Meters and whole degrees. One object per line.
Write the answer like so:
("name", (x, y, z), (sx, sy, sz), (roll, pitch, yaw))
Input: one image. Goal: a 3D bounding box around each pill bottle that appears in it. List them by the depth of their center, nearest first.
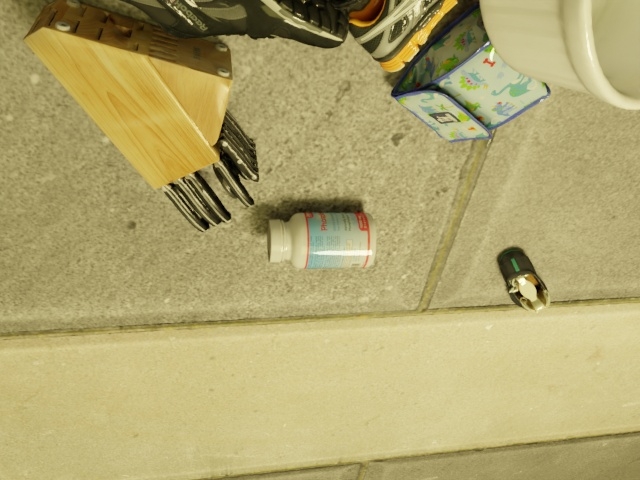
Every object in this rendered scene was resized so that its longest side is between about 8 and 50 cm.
("pill bottle", (0.000, 0.000, 0.790), (0.160, 0.087, 0.087), (0, 133, -12))

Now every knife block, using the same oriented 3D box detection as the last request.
("knife block", (-0.201, -0.127, 0.627), (0.275, 0.088, 0.242), (10, 129, -21))

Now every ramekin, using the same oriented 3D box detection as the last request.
("ramekin", (0.283, -0.278, 0.494), (0.277, 0.135, 0.278), (-15, 119, -29))

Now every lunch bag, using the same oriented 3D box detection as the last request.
("lunch bag", (0.185, -0.195, 0.648), (0.128, 0.096, 0.151), (26, 140, -34))

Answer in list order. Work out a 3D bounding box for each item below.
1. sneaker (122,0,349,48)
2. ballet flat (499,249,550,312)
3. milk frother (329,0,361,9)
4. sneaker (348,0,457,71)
("sneaker", (-0.107, -0.263, 0.535), (0.283, 0.107, 0.124), (15, 152, -29))
("ballet flat", (0.396, 0.097, 0.976), (0.074, 0.074, 0.203), (-30, 132, 16))
("milk frother", (0.042, -0.308, 0.467), (0.143, 0.129, 0.135), (-38, 116, 6))
("sneaker", (0.110, -0.287, 0.550), (0.083, 0.084, 0.215), (24, 124, -23))
